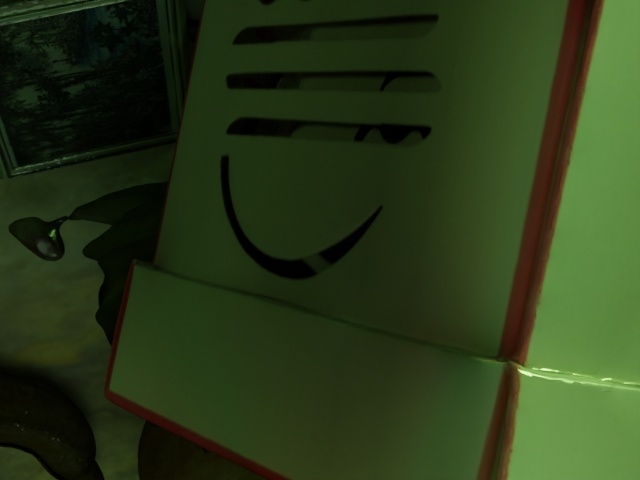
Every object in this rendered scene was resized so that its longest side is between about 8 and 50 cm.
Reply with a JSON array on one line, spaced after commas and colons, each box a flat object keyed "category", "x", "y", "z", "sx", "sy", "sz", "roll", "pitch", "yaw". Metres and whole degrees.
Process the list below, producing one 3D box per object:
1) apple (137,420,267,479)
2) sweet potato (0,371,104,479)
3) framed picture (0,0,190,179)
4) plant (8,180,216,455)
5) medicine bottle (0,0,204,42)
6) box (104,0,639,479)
[{"category": "apple", "x": -0.038, "y": 0.204, "z": 0.970, "sx": 0.193, "sy": 0.261, "sz": 0.261, "roll": -16, "pitch": 131, "yaw": -14}, {"category": "sweet potato", "x": -0.246, "y": 0.137, "z": 0.974, "sx": 0.081, "sy": 0.062, "sz": 0.233, "roll": -34, "pitch": 136, "yaw": 28}, {"category": "framed picture", "x": -0.151, "y": -0.098, "z": 0.803, "sx": 0.141, "sy": 0.011, "sz": 0.183, "roll": -13, "pitch": 155, "yaw": -9}, {"category": "plant", "x": -0.012, "y": -0.015, "z": 0.803, "sx": 0.333, "sy": 0.251, "sz": 0.180, "roll": -40, "pitch": 146, "yaw": 15}, {"category": "medicine bottle", "x": -0.090, "y": -0.160, "z": 0.797, "sx": 0.220, "sy": 0.061, "sz": 0.092, "roll": 5, "pitch": 143, "yaw": -22}, {"category": "box", "x": 0.115, "y": -0.015, "z": 0.643, "sx": 0.312, "sy": 0.314, "sz": 0.300, "roll": 11, "pitch": 90, "yaw": -35}]
